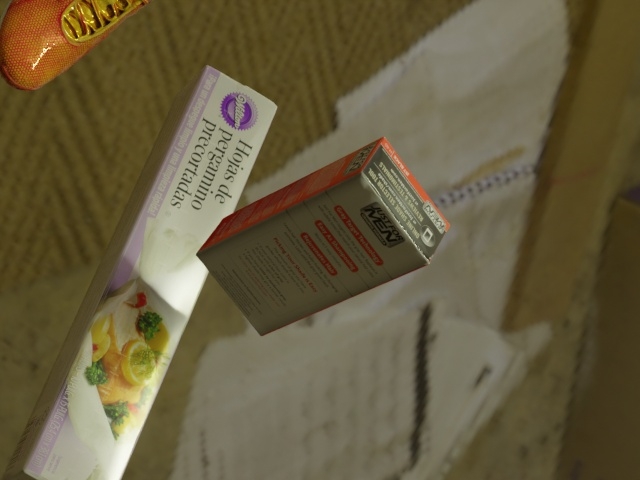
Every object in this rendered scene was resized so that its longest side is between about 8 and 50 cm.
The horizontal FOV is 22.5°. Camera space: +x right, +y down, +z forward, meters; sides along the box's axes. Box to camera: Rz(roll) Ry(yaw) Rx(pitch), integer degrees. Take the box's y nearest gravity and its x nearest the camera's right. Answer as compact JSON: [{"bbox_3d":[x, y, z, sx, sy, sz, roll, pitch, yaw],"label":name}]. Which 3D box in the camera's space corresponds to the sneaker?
[{"bbox_3d":[-0.151,-0.166,1.077,0.175,0.067,0.064,-50,121,-28],"label":"sneaker"}]

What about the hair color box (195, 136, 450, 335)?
[{"bbox_3d":[0.000,0.000,0.975,0.072,0.141,0.043,53,39,-16],"label":"hair color box"}]

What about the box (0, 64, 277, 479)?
[{"bbox_3d":[-0.119,0.032,1.096,0.063,0.067,0.324,29,62,-16],"label":"box"}]
